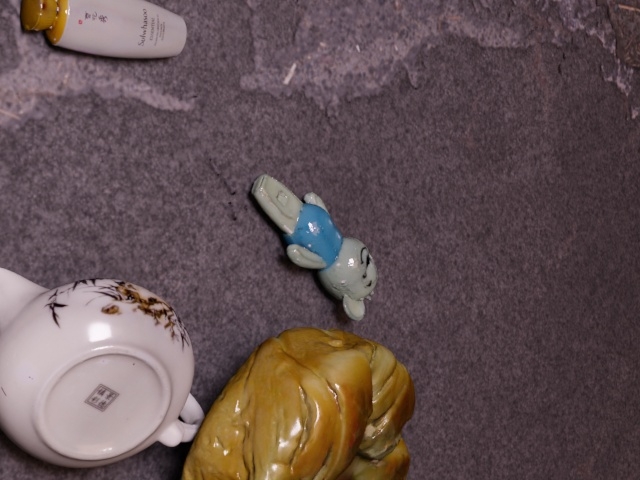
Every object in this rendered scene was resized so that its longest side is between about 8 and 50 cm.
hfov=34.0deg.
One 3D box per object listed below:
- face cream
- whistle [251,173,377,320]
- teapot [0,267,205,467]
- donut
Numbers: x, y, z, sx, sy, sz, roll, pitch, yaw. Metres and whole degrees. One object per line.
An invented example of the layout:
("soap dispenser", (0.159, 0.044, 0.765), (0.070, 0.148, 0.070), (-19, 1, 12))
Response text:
("face cream", (-0.231, -0.235, 1.128), (0.182, 0.051, 0.072), (3, 94, -41))
("whistle", (0.000, 0.000, 1.334), (0.236, 0.077, 0.114), (46, 44, -30))
("teapot", (-0.230, 0.143, 1.100), (0.208, 0.166, 0.299), (-54, 136, -5))
("donut", (-0.019, 0.273, 1.220), (0.360, 0.170, 0.360), (-35, 135, -45))
